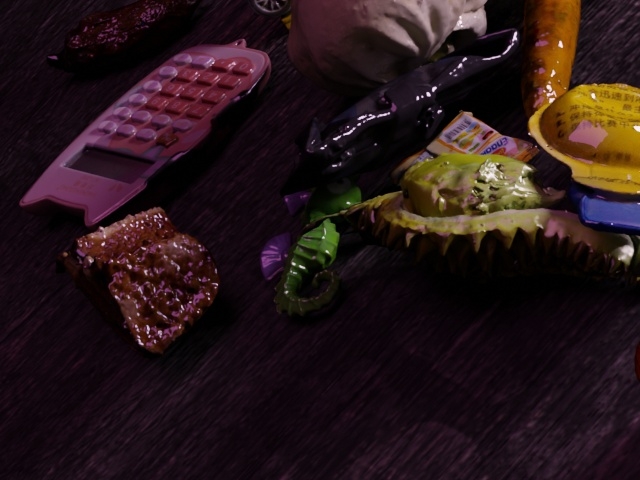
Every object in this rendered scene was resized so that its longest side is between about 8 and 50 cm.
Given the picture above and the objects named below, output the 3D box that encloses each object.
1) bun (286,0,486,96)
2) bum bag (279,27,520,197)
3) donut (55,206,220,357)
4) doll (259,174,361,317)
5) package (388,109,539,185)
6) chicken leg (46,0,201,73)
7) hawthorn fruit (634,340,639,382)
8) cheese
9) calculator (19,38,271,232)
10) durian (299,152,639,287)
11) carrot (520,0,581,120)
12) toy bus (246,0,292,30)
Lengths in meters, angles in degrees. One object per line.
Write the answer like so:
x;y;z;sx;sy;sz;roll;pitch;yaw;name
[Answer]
0.080;-0.237;1.705;0.259;0.160;0.259;-30;-2;-1;bun
0.073;-0.122;1.606;0.310;0.074;0.137;-30;-1;-27;bum bag
-0.180;0.039;1.663;0.126;0.144;0.186;-36;3;-11;donut
0.000;0.000;1.605;0.115;0.050;0.190;-1;50;31;doll
0.138;-0.075;1.590;0.108;0.031;0.121;-41;36;-10;package
-0.256;-0.274;2.144;0.234;0.063;0.105;-14;44;25;chicken leg
0.283;0.088;1.225;0.093;0.093;0.093;-23;36;18;hawthorn fruit
0.255;-0.072;1.412;0.156;0.064;0.250;8;32;4;cheese
-0.192;-0.127;1.928;0.329;0.048;0.220;-48;35;-22;calculator
0.126;-0.018;1.452;0.375;0.106;0.132;11;61;39;durian
0.230;-0.218;1.657;0.066;0.066;0.314;-16;39;26;carrot
-0.066;-0.420;1.918;0.152;0.330;0.144;-20;37;17;toy bus
